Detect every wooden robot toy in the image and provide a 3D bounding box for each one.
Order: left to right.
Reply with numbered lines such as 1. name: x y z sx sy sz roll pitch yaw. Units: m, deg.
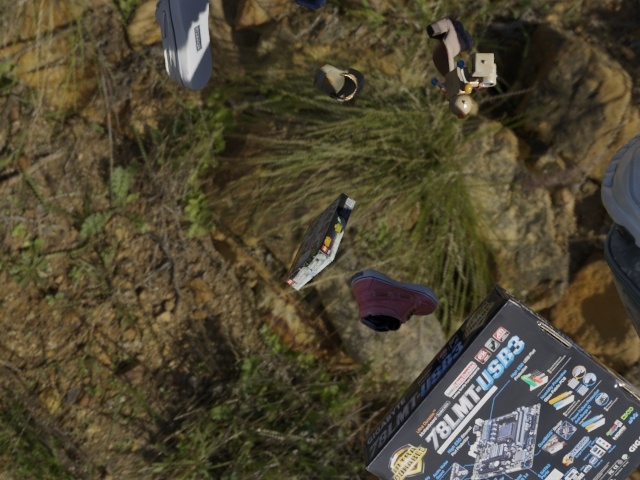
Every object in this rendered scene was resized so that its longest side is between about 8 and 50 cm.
1. wooden robot toy: 0.234 -0.233 1.064 0.076 0.173 0.079 1 86 -15

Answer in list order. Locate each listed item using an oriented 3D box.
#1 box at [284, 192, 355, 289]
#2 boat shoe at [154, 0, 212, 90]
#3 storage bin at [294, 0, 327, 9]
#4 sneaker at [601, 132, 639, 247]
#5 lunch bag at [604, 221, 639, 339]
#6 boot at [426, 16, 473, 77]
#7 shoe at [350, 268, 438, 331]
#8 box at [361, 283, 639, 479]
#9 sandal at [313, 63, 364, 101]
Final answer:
1. box: 0.000 0.000 1.004 0.027 0.094 0.137 36 42 -13
2. boat shoe: -0.254 -0.406 1.217 0.088 0.268 0.096 21 47 21
3. storage bin: -0.017 -0.462 1.089 0.091 0.135 0.098 50 31 21
4. sneaker: 0.384 -0.099 0.658 0.292 0.118 0.110 -39 79 -25
5. lunch bag: 0.493 0.075 0.822 0.256 0.213 0.305 35 -1 38
6. boot: 0.240 -0.350 1.213 0.087 0.042 0.118 -13 82 -33
7. shoe: 0.122 0.109 1.058 0.178 0.063 0.081 21 47 -35
8. box: 0.257 0.258 0.893 0.293 0.295 0.073 35 10 -8
9. sandal: 0.047 -0.318 1.376 0.049 0.072 0.180 29 17 23
